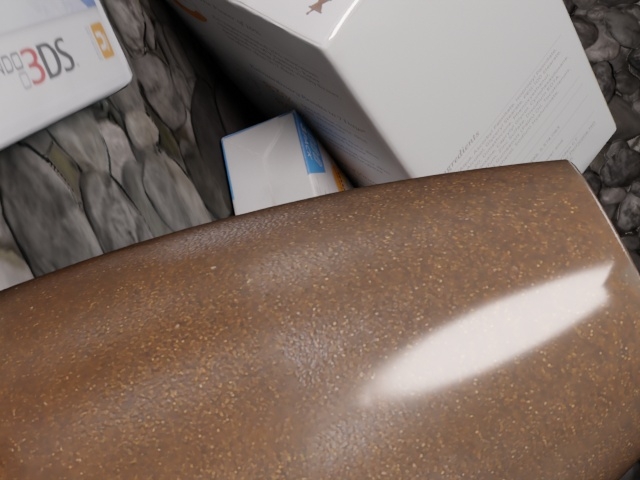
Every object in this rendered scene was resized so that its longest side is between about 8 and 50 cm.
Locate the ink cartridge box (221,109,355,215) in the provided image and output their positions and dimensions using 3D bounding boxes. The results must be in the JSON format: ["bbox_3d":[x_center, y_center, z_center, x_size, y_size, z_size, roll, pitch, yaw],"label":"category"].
[{"bbox_3d":[0.000,0.000,1.018,0.181,0.062,0.104,49,24,-55],"label":"ink cartridge box"}]

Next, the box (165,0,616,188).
[{"bbox_3d":[0.044,-0.145,1.001,0.215,0.168,0.345,34,-8,34],"label":"box"}]

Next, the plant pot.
[{"bbox_3d":[0.018,0.066,0.557,0.215,0.230,0.215,62,7,-12],"label":"plant pot"}]

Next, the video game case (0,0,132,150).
[{"bbox_3d":[-0.197,-0.191,0.592,0.300,0.036,0.329,-59,127,-73],"label":"video game case"}]
